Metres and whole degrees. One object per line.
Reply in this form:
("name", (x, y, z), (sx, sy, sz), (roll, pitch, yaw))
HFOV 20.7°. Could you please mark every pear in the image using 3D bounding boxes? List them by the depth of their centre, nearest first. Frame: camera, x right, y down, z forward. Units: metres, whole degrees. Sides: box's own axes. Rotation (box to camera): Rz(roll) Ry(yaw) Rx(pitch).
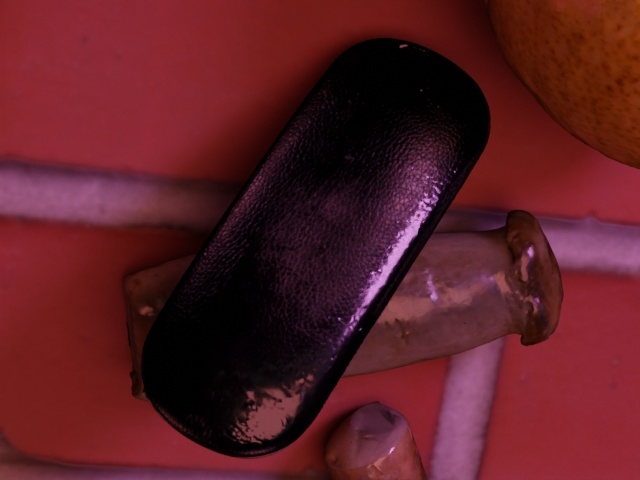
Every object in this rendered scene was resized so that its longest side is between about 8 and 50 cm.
("pear", (0.231, -0.171, 1.122), (0.271, 0.271, 0.271), (-4, 107, -14))

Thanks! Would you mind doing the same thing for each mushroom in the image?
("mushroom", (0.019, 0.044, 1.214), (0.312, 0.081, 0.100), (-8, 95, -9))

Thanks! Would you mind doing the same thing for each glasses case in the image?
("glasses case", (0.000, 0.000, 1.140), (0.122, 0.075, 0.314), (30, 70, 8))

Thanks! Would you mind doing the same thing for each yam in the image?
("yam", (0.075, 0.289, 1.301), (0.081, 0.081, 0.357), (-20, 109, -9))
